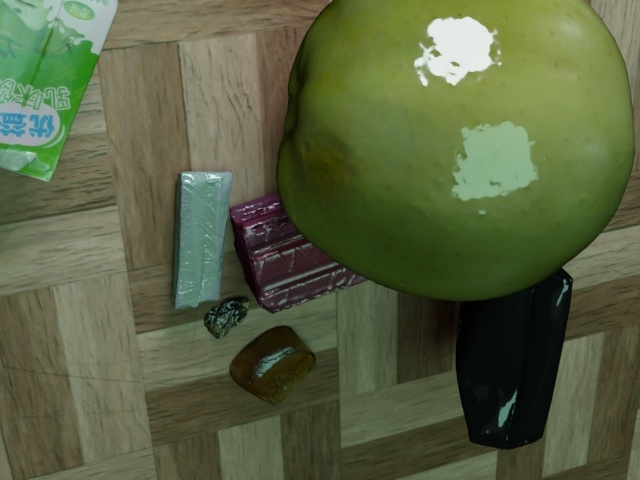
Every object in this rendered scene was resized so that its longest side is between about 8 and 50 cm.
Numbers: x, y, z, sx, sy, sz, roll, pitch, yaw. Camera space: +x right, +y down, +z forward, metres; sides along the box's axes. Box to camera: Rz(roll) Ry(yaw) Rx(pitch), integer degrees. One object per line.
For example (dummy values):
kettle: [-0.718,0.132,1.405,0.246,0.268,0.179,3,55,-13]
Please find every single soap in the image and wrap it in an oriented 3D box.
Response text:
soap: [0.000,0.000,1.408,0.250,0.099,0.162,-17,120,-14]

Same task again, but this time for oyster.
oyster: [-0.144,0.120,1.454,0.083,0.019,0.054,-38,123,-1]

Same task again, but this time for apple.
apple: [0.164,-0.148,1.202,0.473,0.473,0.474,-10,118,-18]

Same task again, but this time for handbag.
handbag: [0.290,0.122,1.487,0.152,0.288,0.342,5,114,-3]

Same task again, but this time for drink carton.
drink carton: [-0.371,-0.225,1.133,0.161,0.108,0.271,17,107,-29]

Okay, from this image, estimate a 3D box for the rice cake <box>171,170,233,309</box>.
rice cake: [-0.178,0.000,1.368,0.080,0.042,0.222,-5,116,-26]

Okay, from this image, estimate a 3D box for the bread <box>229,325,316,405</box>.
bread: [-0.071,0.212,1.518,0.129,0.044,0.126,-44,124,-1]
